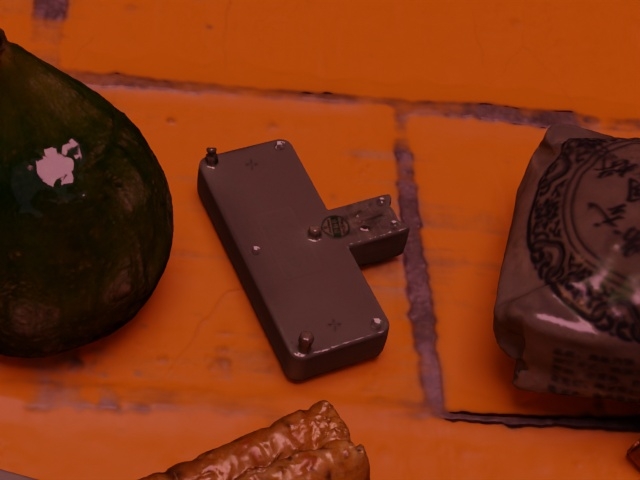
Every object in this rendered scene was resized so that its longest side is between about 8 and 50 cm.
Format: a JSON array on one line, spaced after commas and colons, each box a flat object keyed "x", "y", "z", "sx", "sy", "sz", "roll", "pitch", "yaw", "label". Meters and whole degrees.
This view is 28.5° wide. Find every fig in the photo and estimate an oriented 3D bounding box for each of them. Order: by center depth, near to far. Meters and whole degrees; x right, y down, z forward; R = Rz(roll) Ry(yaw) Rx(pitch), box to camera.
[{"x": -0.204, "y": -0.048, "z": 0.927, "sx": 0.203, "sy": 0.235, "sz": 0.203, "roll": 5, "pitch": 47, "yaw": -6, "label": "fig"}]

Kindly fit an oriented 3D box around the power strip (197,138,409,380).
[{"x": 0.000, "y": 0.000, "z": 1.039, "sx": 0.145, "sy": 0.061, "sz": 0.215, "roll": -16, "pitch": 58, "yaw": -21, "label": "power strip"}]

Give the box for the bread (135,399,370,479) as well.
[{"x": -0.061, "y": 0.193, "z": 0.846, "sx": 0.211, "sy": 0.114, "sz": 0.083, "roll": -23, "pitch": 44, "yaw": -26, "label": "bread"}]

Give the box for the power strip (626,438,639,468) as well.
[{"x": 0.315, "y": 0.134, "z": 1.005, "sx": 0.178, "sy": 0.049, "sz": 0.028, "roll": -27, "pitch": 66, "yaw": -28, "label": "power strip"}]

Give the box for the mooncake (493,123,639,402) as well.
[{"x": 0.273, "y": 0.012, "z": 1.006, "sx": 0.254, "sy": 0.136, "sz": 0.250, "roll": 7, "pitch": 45, "yaw": 9, "label": "mooncake"}]

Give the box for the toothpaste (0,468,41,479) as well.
[{"x": -0.237, "y": 0.171, "z": 0.851, "sx": 0.233, "sy": 0.038, "sz": 0.060, "roll": 17, "pitch": 44, "yaw": -12, "label": "toothpaste"}]
